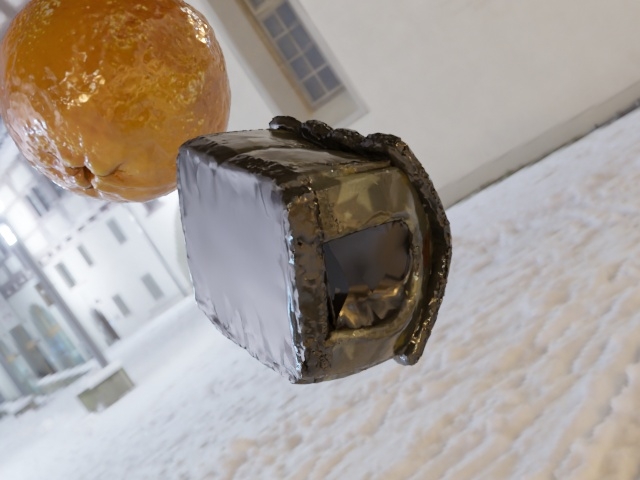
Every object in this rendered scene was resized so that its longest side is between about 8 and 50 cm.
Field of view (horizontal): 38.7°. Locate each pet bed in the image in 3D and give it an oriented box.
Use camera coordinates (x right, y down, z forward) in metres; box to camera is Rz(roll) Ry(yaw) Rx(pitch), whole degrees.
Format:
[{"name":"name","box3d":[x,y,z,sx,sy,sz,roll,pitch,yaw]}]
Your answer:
[{"name":"pet bed","box3d":[0.000,0.000,0.730,0.159,0.183,0.211,-16,20,-29]}]

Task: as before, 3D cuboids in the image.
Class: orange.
[{"name":"orange","box3d":[-0.299,-0.206,1.314,0.340,0.340,0.293,-28,36,49]}]
